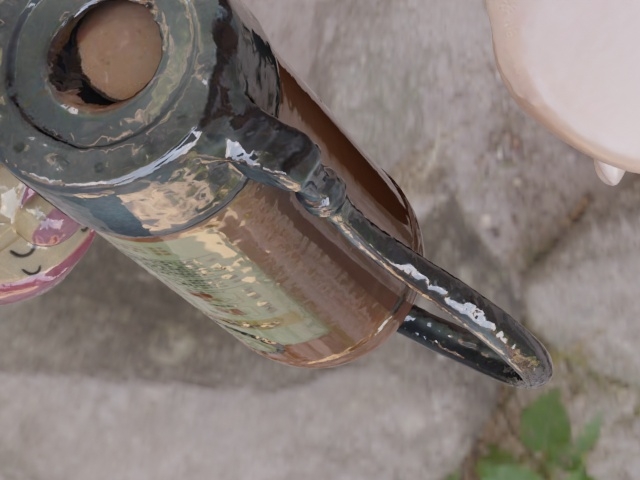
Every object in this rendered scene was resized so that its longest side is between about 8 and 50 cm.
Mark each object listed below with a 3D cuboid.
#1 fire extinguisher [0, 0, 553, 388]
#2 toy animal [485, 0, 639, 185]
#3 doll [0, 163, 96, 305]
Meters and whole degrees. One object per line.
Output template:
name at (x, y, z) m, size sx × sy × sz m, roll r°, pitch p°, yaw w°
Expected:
fire extinguisher at (-0.009, 0.006, 0.852) m, size 0.113 × 0.376 × 0.200 m, roll -42°, pitch 66°, yaw 2°
toy animal at (0.215, -0.144, 1.285) m, size 0.195 × 0.256 × 0.213 m, roll -37°, pitch 96°, yaw 19°
doll at (-0.222, -0.060, 1.202) m, size 0.196 × 0.152 × 0.256 m, roll -24°, pitch 141°, yaw -3°
